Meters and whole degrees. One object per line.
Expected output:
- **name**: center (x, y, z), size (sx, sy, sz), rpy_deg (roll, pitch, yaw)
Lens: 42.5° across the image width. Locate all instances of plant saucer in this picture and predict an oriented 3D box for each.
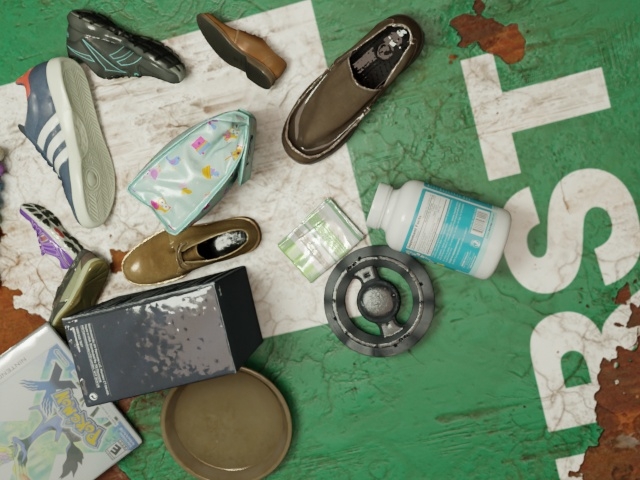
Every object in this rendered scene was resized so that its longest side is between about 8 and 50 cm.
- **plant saucer**: center (-0.195, 0.382, 1.723), size (0.277, 0.041, 0.278), rpy_deg (1, 103, 3)

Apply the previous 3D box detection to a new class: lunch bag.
- **lunch bag**: center (-0.220, -0.152, 1.604), size (0.262, 0.223, 0.160), rpy_deg (-44, 95, 6)

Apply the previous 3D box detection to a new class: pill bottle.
- **pill bottle**: center (0.227, -0.030, 1.607), size (0.264, 0.146, 0.146), rpy_deg (19, 97, 4)

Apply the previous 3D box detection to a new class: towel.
- **towel**: center (0.000, 0.000, 1.694), size (0.152, 0.023, 0.113), rpy_deg (-42, 89, 8)

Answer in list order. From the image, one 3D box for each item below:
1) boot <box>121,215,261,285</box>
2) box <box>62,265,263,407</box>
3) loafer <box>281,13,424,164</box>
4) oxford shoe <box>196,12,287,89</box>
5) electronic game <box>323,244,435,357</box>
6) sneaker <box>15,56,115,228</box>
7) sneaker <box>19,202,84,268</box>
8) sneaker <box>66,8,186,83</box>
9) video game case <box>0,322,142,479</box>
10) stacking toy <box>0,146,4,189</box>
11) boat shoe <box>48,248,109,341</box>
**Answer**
- **boot**: center (-0.277, 0.021, 1.680), size (0.305, 0.115, 0.112), rpy_deg (-18, 95, 8)
- **box**: center (-0.290, 0.179, 1.602), size (0.294, 0.296, 0.183), rpy_deg (-15, 93, 7)
- **loafer**: center (0.052, -0.304, 1.609), size (0.134, 0.130, 0.366), rpy_deg (41, 98, 1)
- **oxford shoe**: center (-0.160, -0.395, 1.665), size (0.212, 0.076, 0.076), rpy_deg (40, 67, 4)
- **electronic game**: center (0.119, 0.124, 1.680), size (0.229, 0.048, 0.229), rpy_deg (0, 88, 11)
- **sneaker**: center (-0.533, -0.191, 1.692), size (0.148, 0.131, 0.350), rpy_deg (-10, 93, 20)
- **sneaker**: center (-0.579, -0.008, 1.733), size (0.071, 0.068, 0.170), rpy_deg (-41, 90, 13)
- **sneaker**: center (-0.399, -0.375, 1.681), size (0.267, 0.101, 0.106), rpy_deg (27, 115, 6)
- **video game case**: center (-0.588, 0.386, 1.704), size (0.300, 0.036, 0.329), rpy_deg (-37, 105, -10)
- **stacking toy**: center (-0.729, -0.033, 1.717), size (0.141, 0.141, 0.330), rpy_deg (2, 99, 6)
- **boat shoe**: center (-0.521, 0.116, 1.736), size (0.073, 0.080, 0.223), rpy_deg (45, 113, 30)
